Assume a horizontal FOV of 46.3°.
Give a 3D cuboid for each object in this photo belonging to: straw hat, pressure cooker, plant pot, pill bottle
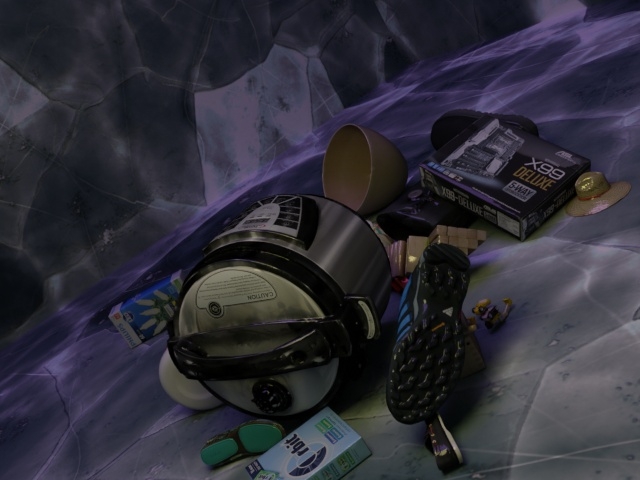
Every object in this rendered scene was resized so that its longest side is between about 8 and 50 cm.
[{"bbox_3d":[0.587,-0.116,1.615,0.144,0.061,0.144,-27,18,10],"label":"straw hat"},{"bbox_3d":[-0.070,0.136,1.445,0.370,0.376,0.420,-58,-4,32],"label":"pressure cooker"},{"bbox_3d":[0.157,-0.209,2.310,0.191,0.284,0.284,2,0,-31],"label":"plant pot"},{"bbox_3d":[-0.264,0.247,1.780,0.182,0.181,0.323,-27,17,12],"label":"pill bottle"}]

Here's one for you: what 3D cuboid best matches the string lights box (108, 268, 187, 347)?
[{"bbox_3d":[-0.517,0.215,2.359,0.260,0.133,0.077,-29,18,4],"label":"string lights box"}]

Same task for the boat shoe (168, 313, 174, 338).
[{"bbox_3d":[-0.370,0.248,2.052,0.123,0.120,0.324,-29,17,4],"label":"boat shoe"}]

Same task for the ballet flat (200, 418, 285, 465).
[{"bbox_3d":[-0.143,0.376,1.427,0.188,0.070,0.070,-20,20,20],"label":"ballet flat"}]

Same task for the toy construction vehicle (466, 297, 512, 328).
[{"bbox_3d":[0.306,0.145,1.399,0.098,0.035,0.086,-40,9,-37],"label":"toy construction vehicle"}]

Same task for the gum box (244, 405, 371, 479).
[{"bbox_3d":[-0.025,0.374,1.269,0.184,0.041,0.157,-35,18,-13],"label":"gum box"}]

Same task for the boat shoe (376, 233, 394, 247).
[{"bbox_3d":[0.058,0.047,1.945,0.285,0.104,0.089,-14,24,37],"label":"boat shoe"}]

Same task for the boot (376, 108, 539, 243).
[{"bbox_3d":[0.311,-0.161,1.976,0.445,0.146,0.367,-47,26,-21],"label":"boot"}]

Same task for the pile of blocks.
[{"bbox_3d":[0.230,0.061,1.675,0.362,0.149,0.112,-19,61,58],"label":"pile of blocks"}]

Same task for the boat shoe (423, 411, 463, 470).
[{"bbox_3d":[0.176,0.298,1.139,0.042,0.049,0.133,-22,22,0],"label":"boat shoe"}]

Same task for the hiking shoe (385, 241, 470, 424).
[{"bbox_3d":[0.175,0.159,1.222,0.132,0.113,0.304,110,180,-67],"label":"hiking shoe"}]

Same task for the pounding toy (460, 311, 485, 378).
[{"bbox_3d":[0.221,0.182,1.305,0.130,0.100,0.141,-27,18,12],"label":"pounding toy"}]

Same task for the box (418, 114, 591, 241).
[{"bbox_3d":[0.423,-0.154,1.734,0.242,0.076,0.307,-37,48,-20],"label":"box"}]

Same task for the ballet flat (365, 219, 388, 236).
[{"bbox_3d":[0.118,-0.025,2.098,0.091,0.077,0.241,-39,18,-23],"label":"ballet flat"}]
